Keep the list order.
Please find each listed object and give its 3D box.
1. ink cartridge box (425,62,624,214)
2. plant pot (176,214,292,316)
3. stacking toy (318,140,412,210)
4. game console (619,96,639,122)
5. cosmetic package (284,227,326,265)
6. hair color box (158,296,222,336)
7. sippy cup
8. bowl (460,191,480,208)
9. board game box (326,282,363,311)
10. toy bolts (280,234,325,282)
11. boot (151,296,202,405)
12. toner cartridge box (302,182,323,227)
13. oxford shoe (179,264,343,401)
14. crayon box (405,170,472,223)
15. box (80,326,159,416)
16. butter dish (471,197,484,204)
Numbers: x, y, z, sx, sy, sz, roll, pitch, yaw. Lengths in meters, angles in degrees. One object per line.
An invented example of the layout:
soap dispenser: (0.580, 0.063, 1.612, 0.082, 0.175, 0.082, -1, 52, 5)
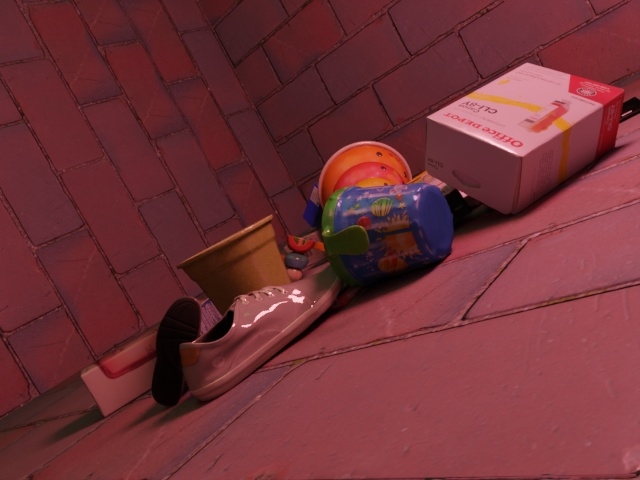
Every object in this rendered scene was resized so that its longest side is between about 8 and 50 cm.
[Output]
ink cartridge box: (0.477, -0.256, 1.417, 0.385, 0.160, 0.279, -31, 45, -25)
plant pot: (-0.187, 0.108, 1.538, 0.276, 0.254, 0.276, -28, 6, 3)
stacking toy: (0.184, -0.114, 2.013, 0.351, 0.350, 0.480, -28, 24, 7)
game console: (0.909, -0.371, 1.801, 0.122, 0.071, 0.107, -28, 35, 9)
cosmetic package: (0.000, 0.000, 2.440, 0.160, 0.113, 0.309, -25, 5, 31)
hair color box: (-0.430, 0.284, 1.949, 0.174, 0.105, 0.347, -27, 4, 11)
sippy cup: (0.158, -0.024, 1.299, 0.224, 0.240, 0.305, -12, 37, 39)
bowl: (0.422, -0.135, 1.698, 0.142, 0.053, 0.142, -23, 24, 53)
board game box: (0.069, 0.107, 1.461, 0.145, 0.027, 0.281, -23, 7, 38)
toy bolts: (-0.053, 0.076, 2.127, 0.218, 0.158, 0.228, 13, 0, 7)
boot: (-0.296, 0.226, 1.318, 0.085, 0.236, 0.178, 14, 5, 5)
toner cartridge box: (0.110, -0.145, 2.383, 0.348, 0.075, 0.165, -5, -49, -36)
oxford shoe: (-0.114, 0.155, 1.262, 0.449, 0.130, 0.169, -36, 8, -36)
crayon box: (0.278, -0.093, 1.640, 0.203, 0.083, 0.323, -33, 15, 11)
box: (-0.504, 0.345, 1.599, 0.232, 0.126, 0.148, -30, 5, -21)
butter dish: (0.449, -0.152, 1.541, 0.160, 0.118, 0.160, -20, 45, 9)
